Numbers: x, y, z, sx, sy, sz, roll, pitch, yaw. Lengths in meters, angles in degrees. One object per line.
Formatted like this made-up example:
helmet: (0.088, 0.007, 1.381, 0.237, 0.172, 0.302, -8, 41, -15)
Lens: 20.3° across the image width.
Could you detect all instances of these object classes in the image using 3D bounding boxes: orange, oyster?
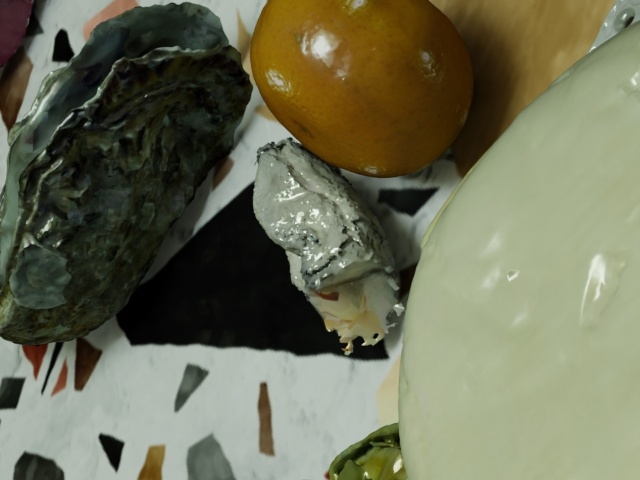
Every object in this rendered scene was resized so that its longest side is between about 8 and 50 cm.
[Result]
orange: (0.029, -0.115, 1.189, 0.124, 0.156, 0.156, -49, 38, -15)
oyster: (-0.190, -0.035, 1.396, 0.351, 0.162, 0.158, -49, 27, 24)

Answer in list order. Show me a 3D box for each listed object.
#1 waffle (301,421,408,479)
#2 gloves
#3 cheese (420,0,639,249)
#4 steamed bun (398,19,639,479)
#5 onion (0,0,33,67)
waffle: (0.059, 0.226, 1.066, 0.317, 0.073, 0.297, -43, 40, 27)
gloves: (0.003, -0.003, 1.234, 0.070, 0.114, 0.153, -32, 47, -5)
cheese: (0.144, -0.053, 1.112, 0.255, 0.050, 0.127, -60, 26, 2)
steamed bun: (0.203, 0.073, 0.875, 0.312, 0.233, 0.334, -38, 44, 38)
onion: (-0.363, -0.248, 1.678, 0.230, 0.163, 0.230, 0, 89, 18)
